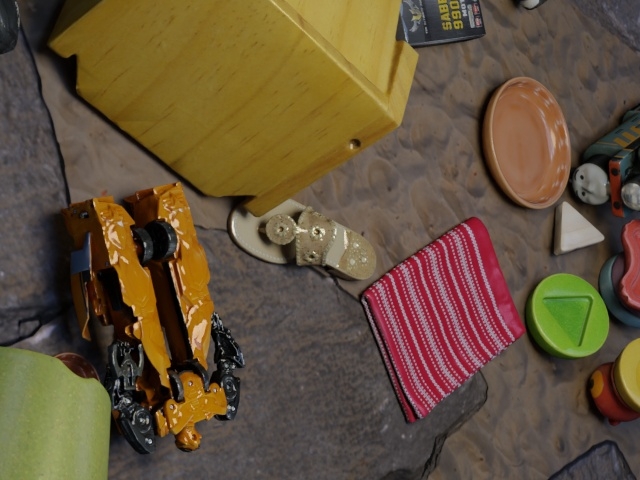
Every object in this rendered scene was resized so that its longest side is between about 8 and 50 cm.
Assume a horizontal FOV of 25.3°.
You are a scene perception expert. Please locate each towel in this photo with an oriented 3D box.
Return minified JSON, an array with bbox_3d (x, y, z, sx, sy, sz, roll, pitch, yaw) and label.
[{"bbox_3d":[0.174,0.103,1.965,0.275,0.031,0.199,-32,105,-43],"label":"towel"}]

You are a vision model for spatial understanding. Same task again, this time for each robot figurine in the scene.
[{"bbox_3d":[-0.183,0.090,1.559,0.211,0.085,0.291,-14,93,-52],"label":"robot figurine"}]

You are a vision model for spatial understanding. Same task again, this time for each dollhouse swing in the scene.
[{"bbox_3d":[-0.088,-0.287,1.663,0.347,0.315,0.305,39,32,-35],"label":"dollhouse swing"}]

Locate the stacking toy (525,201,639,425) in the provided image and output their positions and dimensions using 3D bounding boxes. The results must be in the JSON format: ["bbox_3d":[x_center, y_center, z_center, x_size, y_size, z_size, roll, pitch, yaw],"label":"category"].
[{"bbox_3d":[0.430,0.113,2.205,0.279,0.130,0.309,25,60,-11],"label":"stacking toy"}]

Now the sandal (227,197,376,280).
[{"bbox_3d":[0.001,-0.006,1.771,0.240,0.079,0.088,20,69,-42],"label":"sandal"}]

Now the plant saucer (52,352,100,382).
[{"bbox_3d":[-0.270,0.161,1.515,0.083,0.013,0.083,11,75,-44],"label":"plant saucer"}]

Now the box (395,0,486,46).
[{"bbox_3d":[0.135,-0.385,1.990,0.183,0.056,0.231,-14,93,-46],"label":"box"}]

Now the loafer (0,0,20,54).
[{"bbox_3d":[-0.363,-0.297,1.468,0.078,0.076,0.223,-7,80,-82],"label":"loafer"}]

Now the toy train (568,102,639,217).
[{"bbox_3d":[0.536,-0.135,2.260,0.334,0.190,0.142,-34,123,-41],"label":"toy train"}]

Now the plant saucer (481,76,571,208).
[{"bbox_3d":[0.303,-0.144,2.133,0.200,0.037,0.200,9,78,-45],"label":"plant saucer"}]

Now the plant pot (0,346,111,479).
[{"bbox_3d":[-0.302,0.247,1.318,0.276,0.276,0.254,35,48,-36],"label":"plant pot"}]

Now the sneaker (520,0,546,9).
[{"bbox_3d":[0.321,-0.444,2.183,0.081,0.080,0.211,29,54,-32],"label":"sneaker"}]
